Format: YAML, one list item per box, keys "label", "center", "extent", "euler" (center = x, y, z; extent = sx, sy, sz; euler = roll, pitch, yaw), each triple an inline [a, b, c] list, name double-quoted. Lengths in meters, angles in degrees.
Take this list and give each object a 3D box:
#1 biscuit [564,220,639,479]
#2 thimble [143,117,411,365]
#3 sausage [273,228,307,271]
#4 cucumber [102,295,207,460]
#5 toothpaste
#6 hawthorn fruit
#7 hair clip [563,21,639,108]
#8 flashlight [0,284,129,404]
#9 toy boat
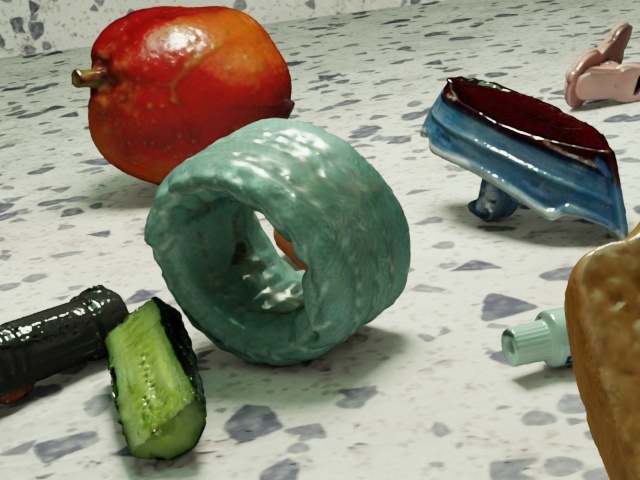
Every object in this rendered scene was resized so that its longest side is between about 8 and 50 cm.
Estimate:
- label: "biscuit"
  center: [0.359, 0.070, 0.700]
  extent: [0.455, 0.078, 0.350]
  euler: [7, 61, 12]
- label: "thimble"
  center: [-0.045, 0.001, 1.182]
  extent: [0.235, 0.198, 0.143]
  euler: [30, 37, 21]
- label: "sausage"
  center: [0.000, 0.000, 1.389]
  extent: [0.076, 0.076, 0.197]
  euler: [-12, 16, -14]
- label: "cucumber"
  center: [-0.129, 0.123, 1.092]
  extent: [0.078, 0.062, 0.211]
  euler: [-43, 26, 2]
- label: "toothpaste"
  center: [0.294, 0.064, 1.108]
  extent: [0.296, 0.048, 0.075]
  euler: [-10, 14, -17]
- label: "hawthorn fruit"
  center: [-0.201, -0.198, 1.778]
  extent: [0.307, 0.265, 0.265]
  euler: [-2, 11, -37]
- label: "hair clip"
  center: [0.418, -0.256, 1.962]
  extent: [0.138, 0.123, 0.102]
  euler: [-7, 37, -11]
- label: "flashlight"
  center: [-0.273, 0.105, 1.175]
  extent: [0.093, 0.093, 0.232]
  euler: [9, 18, 43]
- label: "toy boat"
  center: [0.222, -0.079, 1.451]
  extent: [0.129, 0.142, 0.309]
  euler: [-18, 37, -36]
